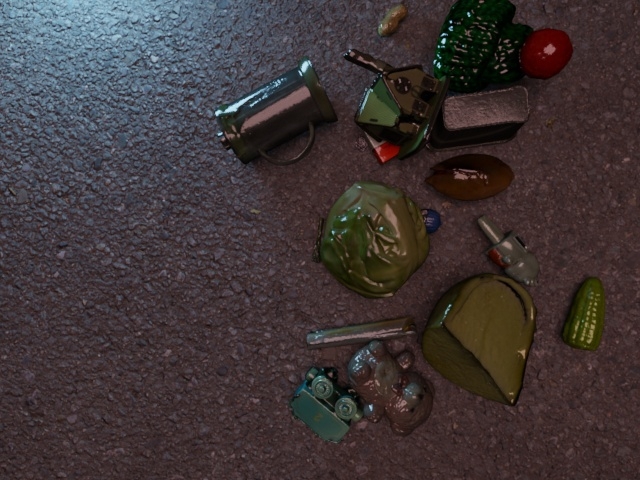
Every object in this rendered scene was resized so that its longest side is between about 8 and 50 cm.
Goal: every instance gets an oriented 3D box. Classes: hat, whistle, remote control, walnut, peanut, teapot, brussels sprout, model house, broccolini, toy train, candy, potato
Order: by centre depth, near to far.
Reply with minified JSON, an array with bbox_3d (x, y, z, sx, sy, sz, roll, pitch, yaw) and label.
[{"bbox_3d":[0.487,-0.501,1.258,0.332,0.242,0.274,21,74,24],"label":"hat"},{"bbox_3d":[0.162,-0.373,1.270,0.279,0.205,0.218,21,83,-8],"label":"model house"},{"bbox_3d":[0.148,0.005,1.305,0.328,0.247,0.327,4,104,17],"label":"brussels sprout"},{"bbox_3d":[0.428,0.233,1.315,0.330,0.213,0.280,46,67,-16],"label":"potato"},{"bbox_3d":[0.744,0.204,1.320,0.097,0.097,0.209,14,88,6],"label":"candy"},{"bbox_3d":[0.532,0.032,1.339,0.106,0.102,0.253,-39,88,7],"label":"whistle"},{"bbox_3d":[0.422,-0.179,1.344,0.246,0.137,0.137,-2,88,6],"label":"walnut"},{"bbox_3d":[-0.128,-0.338,1.366,0.337,0.200,0.270,-26,76,7],"label":"teapot"},{"bbox_3d":[0.019,0.475,1.379,0.203,0.112,0.163,40,99,6],"label":"toy train"},{"bbox_3d":[0.121,0.277,1.394,0.327,0.068,0.057,-8,116,5],"label":"whistle"},{"bbox_3d":[0.217,-0.659,1.416,0.054,0.054,0.113,40,93,5],"label":"peanut"},{"bbox_3d":[0.142,-0.316,1.431,0.039,0.014,0.096,37,94,-5],"label":"remote control"},{"bbox_3d":[0.000,0.000,1.435,0.035,0.030,0.139,10,85,-2],"label":"broccolini"}]

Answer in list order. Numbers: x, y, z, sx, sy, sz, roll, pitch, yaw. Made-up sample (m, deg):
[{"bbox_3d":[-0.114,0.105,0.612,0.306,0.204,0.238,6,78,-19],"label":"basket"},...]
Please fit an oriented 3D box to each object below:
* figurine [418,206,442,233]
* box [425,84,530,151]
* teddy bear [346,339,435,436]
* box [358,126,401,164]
[{"bbox_3d":[0.280,-0.073,1.387,0.149,0.086,0.087,41,69,16],"label":"figurine"},{"bbox_3d":[0.430,-0.345,1.321,0.274,0.178,0.138,-8,87,5],"label":"box"},{"bbox_3d":[0.197,0.413,1.336,0.267,0.151,0.236,40,61,10],"label":"teddy bear"},{"bbox_3d":[0.184,-0.315,1.400,0.100,0.048,0.152,-31,94,-2],"label":"box"}]
